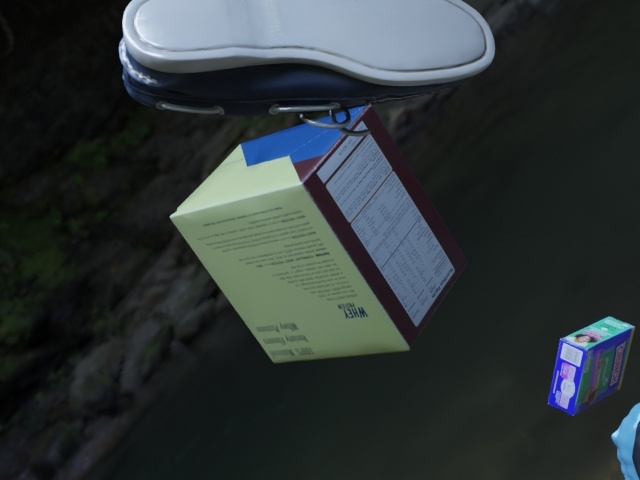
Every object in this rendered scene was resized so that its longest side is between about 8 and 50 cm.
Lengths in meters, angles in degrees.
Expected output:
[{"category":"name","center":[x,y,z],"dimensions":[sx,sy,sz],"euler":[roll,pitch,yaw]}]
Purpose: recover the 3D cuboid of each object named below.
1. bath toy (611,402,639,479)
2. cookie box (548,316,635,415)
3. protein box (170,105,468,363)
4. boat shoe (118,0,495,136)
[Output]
[{"category":"bath toy","center":[0.273,0.185,0.763],"dimensions":[0.129,0.151,0.348],"euler":[-44,-6,-2]},{"category":"cookie box","center":[0.326,0.149,1.397],"dimensions":[0.107,0.040,0.091],"euler":[-17,-58,-43]},{"category":"protein box","center":[0.000,0.000,1.168],"dimensions":[0.200,0.201,0.136],"euler":[-11,30,45]},{"category":"boat shoe","center":[-0.009,-0.123,0.800],"dimensions":[0.079,0.255,0.095],"euler":[105,156,-58]}]
